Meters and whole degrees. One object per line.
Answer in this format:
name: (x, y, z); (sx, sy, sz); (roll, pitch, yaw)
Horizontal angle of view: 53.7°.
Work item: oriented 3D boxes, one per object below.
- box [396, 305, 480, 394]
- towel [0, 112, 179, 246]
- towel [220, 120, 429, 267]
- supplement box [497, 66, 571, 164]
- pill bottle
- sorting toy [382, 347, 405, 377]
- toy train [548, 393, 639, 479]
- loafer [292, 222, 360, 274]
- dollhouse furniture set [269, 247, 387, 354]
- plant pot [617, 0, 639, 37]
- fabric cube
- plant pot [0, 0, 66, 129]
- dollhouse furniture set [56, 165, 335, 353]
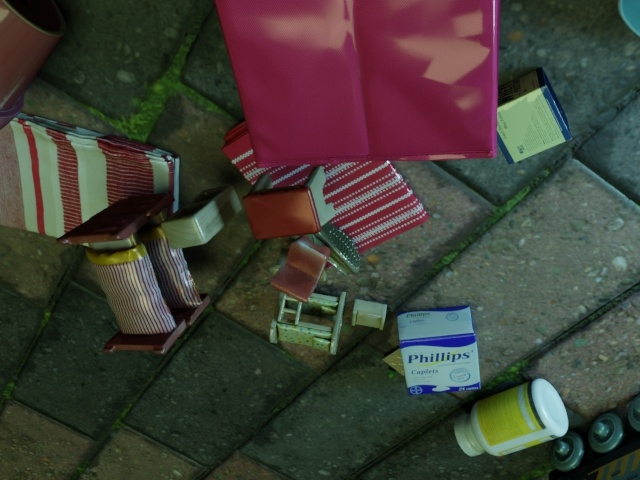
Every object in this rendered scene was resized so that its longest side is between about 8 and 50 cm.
box: (0.200, 0.188, 1.070); (0.126, 0.072, 0.137); (-8, 125, 11)
towel: (-0.395, -0.079, 1.034); (0.328, 0.037, 0.237); (14, 130, 2)
towel: (0.008, -0.091, 0.931); (0.198, 0.031, 0.275); (-26, 119, 27)
supplement box: (0.259, -0.156, 0.800); (0.083, 0.056, 0.083); (-23, 119, 28)
pill bottle: (0.336, 0.324, 1.132); (0.184, 0.103, 0.103); (-32, 115, 32)
sorting toy: (0.144, 0.224, 1.158); (0.062, 0.012, 0.083); (37, 124, -20)
toy train: (0.535, 0.401, 1.088); (0.142, 0.190, 0.334); (33, 128, -13)
loafer: (0.000, 0.000, 0.953); (0.148, 0.056, 0.050); (44, 123, -12)
dollhouse furniture set: (0.014, 0.109, 1.017); (0.181, 0.101, 0.161); (9, 144, 7)
plant pot: (0.441, -0.279, 0.550); (0.290, 0.290, 0.196); (17, 94, 0)
fabric cube: (0.050, -0.253, 0.650); (0.258, 0.254, 0.258); (-1, 129, 14)
plant pot: (-0.440, -0.261, 0.812); (0.180, 0.201, 0.201); (-33, 115, 15)
dollhouse furniture set: (-0.161, 0.036, 0.907); (0.373, 0.152, 0.202); (-6, 114, 25)
